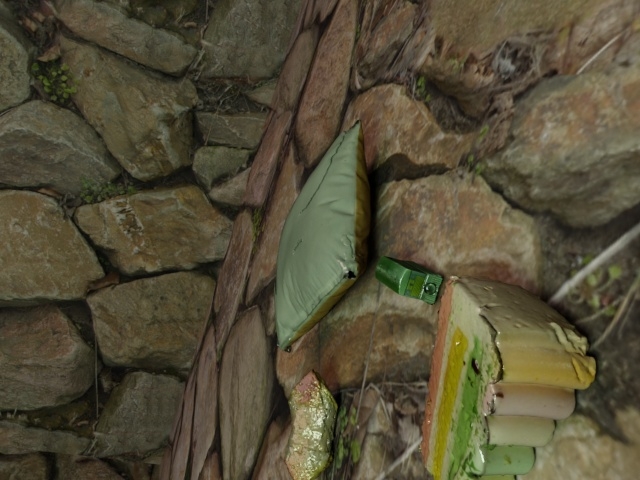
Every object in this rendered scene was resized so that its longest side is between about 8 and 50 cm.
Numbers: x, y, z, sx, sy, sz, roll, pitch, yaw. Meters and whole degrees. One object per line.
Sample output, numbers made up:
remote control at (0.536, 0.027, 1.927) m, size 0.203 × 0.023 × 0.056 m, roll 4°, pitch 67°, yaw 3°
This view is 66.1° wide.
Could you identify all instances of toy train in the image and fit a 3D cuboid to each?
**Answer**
toy train at (0.106, 0.047, 0.602) m, size 0.093 × 0.056 × 0.038 m, roll -143°, pitch 68°, yaw -72°

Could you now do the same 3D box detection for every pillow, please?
pillow at (0.000, 0.000, 0.859) m, size 0.310 × 0.119 × 0.312 m, roll 122°, pitch 156°, yaw -50°

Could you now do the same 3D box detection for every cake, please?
cake at (0.148, 0.144, 0.425) m, size 0.109 × 0.090 × 0.225 m, roll -115°, pitch 25°, yaw -61°

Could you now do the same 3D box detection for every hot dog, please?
hot dog at (-0.012, 0.283, 0.747) m, size 0.078 × 0.061 × 0.168 m, roll 0°, pitch 72°, yaw 28°
